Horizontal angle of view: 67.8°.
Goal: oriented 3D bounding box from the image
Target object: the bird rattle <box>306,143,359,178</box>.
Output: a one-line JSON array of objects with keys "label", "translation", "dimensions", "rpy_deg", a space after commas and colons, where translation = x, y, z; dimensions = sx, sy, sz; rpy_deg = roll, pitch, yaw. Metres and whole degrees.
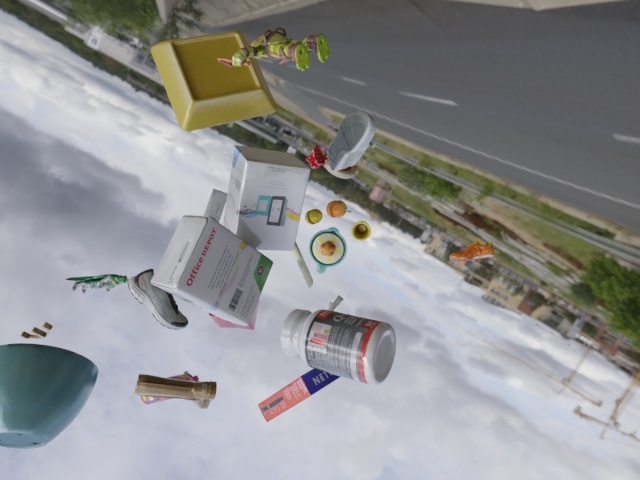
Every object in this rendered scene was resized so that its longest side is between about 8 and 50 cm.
[{"label": "bird rattle", "translation": [0.072, -0.368, 2.187], "dimensions": [0.207, 0.143, 0.253], "rpy_deg": [46, -146, 18]}]

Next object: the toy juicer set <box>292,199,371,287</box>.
[{"label": "toy juicer set", "translation": [0.000, 0.000, 1.666], "dimensions": [0.209, 0.329, 0.089], "rpy_deg": [46, -165, -4]}]

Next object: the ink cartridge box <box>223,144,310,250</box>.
[{"label": "ink cartridge box", "translation": [-0.175, -0.129, 1.470], "dimensions": [0.197, 0.270, 0.198], "rpy_deg": [4, -157, -23]}]

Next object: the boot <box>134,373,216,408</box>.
[{"label": "boot", "translation": [-0.529, 0.541, 1.722], "dimensions": [0.269, 0.236, 0.089], "rpy_deg": [11, -126, -19]}]

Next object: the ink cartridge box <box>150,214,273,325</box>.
[{"label": "ink cartridge box", "translation": [-0.279, 0.083, 1.274], "dimensions": [0.117, 0.201, 0.278], "rpy_deg": [6, 157, 37]}]

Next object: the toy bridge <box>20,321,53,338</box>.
[{"label": "toy bridge", "translation": [-1.196, 0.392, 2.027], "dimensions": [0.063, 0.188, 0.026], "rpy_deg": [47, -146, -38]}]

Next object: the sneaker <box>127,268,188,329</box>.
[{"label": "sneaker", "translation": [-0.549, 0.211, 1.670], "dimensions": [0.271, 0.108, 0.100], "rpy_deg": [56, 180, -30]}]

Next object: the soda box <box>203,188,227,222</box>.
[{"label": "soda box", "translation": [-0.444, -0.098, 1.948], "dimensions": [0.069, 0.216, 0.074], "rpy_deg": [20, 167, -15]}]

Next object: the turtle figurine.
[{"label": "turtle figurine", "translation": [-0.087, -0.450, 1.112], "dimensions": [0.217, 0.087, 0.269], "rpy_deg": [19, -149, 37]}]

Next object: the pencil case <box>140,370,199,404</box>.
[{"label": "pencil case", "translation": [-0.611, 0.594, 1.927], "dimensions": [0.104, 0.104, 0.236], "rpy_deg": [33, -167, 29]}]

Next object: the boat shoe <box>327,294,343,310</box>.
[{"label": "boat shoe", "translation": [0.048, 0.259, 1.905], "dimensions": [0.035, 0.100, 0.035], "rpy_deg": [43, 171, 5]}]

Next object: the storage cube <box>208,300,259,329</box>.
[{"label": "storage cube", "translation": [-0.412, 0.313, 2.302], "dimensions": [0.183, 0.215, 0.193], "rpy_deg": [2, 152, 6]}]

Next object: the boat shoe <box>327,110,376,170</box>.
[{"label": "boat shoe", "translation": [0.114, -0.326, 1.581], "dimensions": [0.103, 0.118, 0.320], "rpy_deg": [-8, 164, -20]}]

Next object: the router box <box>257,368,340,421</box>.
[{"label": "router box", "translation": [-0.043, 0.581, 1.928], "dimensions": [0.335, 0.301, 0.082], "rpy_deg": [-14, -112, -50]}]

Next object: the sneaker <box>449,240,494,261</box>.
[{"label": "sneaker", "translation": [0.525, 0.038, 1.666], "dimensions": [0.175, 0.067, 0.064], "rpy_deg": [-9, 174, -20]}]

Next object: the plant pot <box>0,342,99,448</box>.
[{"label": "plant pot", "translation": [-0.756, 0.421, 1.239], "dimensions": [0.290, 0.290, 0.195], "rpy_deg": [23, -137, -30]}]

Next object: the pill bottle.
[{"label": "pill bottle", "translation": [0.056, 0.350, 1.629], "dimensions": [0.363, 0.210, 0.210], "rpy_deg": [7, 177, 31]}]

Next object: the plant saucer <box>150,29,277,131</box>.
[{"label": "plant saucer", "translation": [-0.340, -0.546, 1.548], "dimensions": [0.333, 0.333, 0.081], "rpy_deg": [66, 159, 12]}]

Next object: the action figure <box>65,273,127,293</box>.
[{"label": "action figure", "translation": [-0.830, 0.161, 1.809], "dimensions": [0.232, 0.063, 0.137], "rpy_deg": [-11, 162, 20]}]
